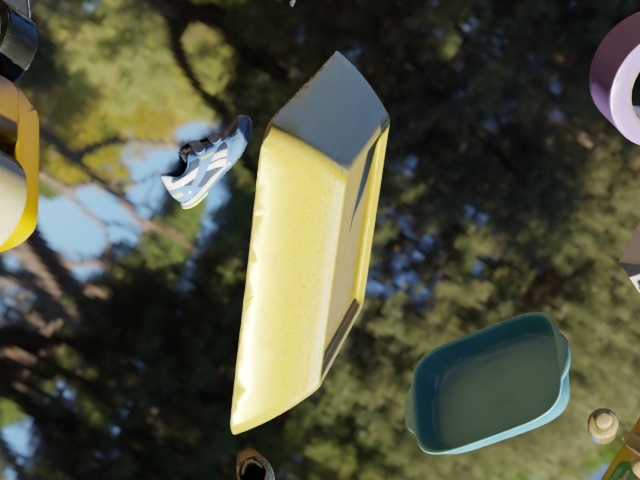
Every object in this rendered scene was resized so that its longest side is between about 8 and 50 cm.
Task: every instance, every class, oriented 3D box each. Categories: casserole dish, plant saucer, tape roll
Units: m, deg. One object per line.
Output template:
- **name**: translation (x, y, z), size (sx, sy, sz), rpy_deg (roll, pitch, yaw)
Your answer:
- **casserole dish**: translation (0.163, 0.140, 1.526), size (0.188, 0.037, 0.114), rpy_deg (-24, -128, 32)
- **plant saucer**: translation (0.000, 0.000, 1.702), size (0.333, 0.081, 0.332), rpy_deg (-55, 154, -66)
- **tape roll**: translation (0.493, -0.236, 2.349), size (0.189, 0.189, 0.080), rpy_deg (-55, -151, 17)

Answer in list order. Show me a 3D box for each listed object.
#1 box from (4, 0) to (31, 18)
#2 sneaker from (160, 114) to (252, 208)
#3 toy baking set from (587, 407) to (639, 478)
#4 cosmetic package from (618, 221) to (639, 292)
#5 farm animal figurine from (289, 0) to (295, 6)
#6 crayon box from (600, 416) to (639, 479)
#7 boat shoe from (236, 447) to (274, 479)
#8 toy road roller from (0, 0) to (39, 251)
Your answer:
- **box**: translation (-0.541, -0.278, 1.946), size (0.294, 0.296, 0.182), rpy_deg (-34, -122, 51)
- **sneaker**: translation (-0.144, -0.109, 2.059), size (0.144, 0.059, 0.053), rpy_deg (-50, -160, -6)
- **toy baking set**: translation (0.337, 0.242, 1.599), size (0.030, 0.197, 0.256), rpy_deg (-45, 169, -1)
- **cosmetic package**: translation (0.534, -0.028, 2.392), size (0.060, 0.099, 0.239), rpy_deg (7, -124, 45)
- **farm animal figurine**: translation (-0.050, -0.527, 2.166), size (0.172, 0.330, 0.326), rpy_deg (17, -101, 48)
- **crayon box**: translation (0.427, 0.355, 2.112), size (0.278, 0.081, 0.165), rpy_deg (-54, -164, -16)
- **boat shoe**: translation (-0.088, 0.312, 2.162), size (0.050, 0.045, 0.135), rpy_deg (-21, -152, -6)
- **toy road roller**: translation (-0.436, -0.127, 1.654), size (0.241, 0.202, 0.329), rpy_deg (-23, -121, 26)
